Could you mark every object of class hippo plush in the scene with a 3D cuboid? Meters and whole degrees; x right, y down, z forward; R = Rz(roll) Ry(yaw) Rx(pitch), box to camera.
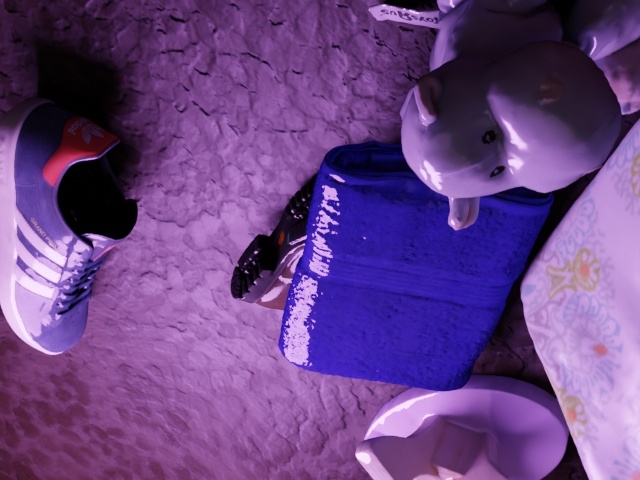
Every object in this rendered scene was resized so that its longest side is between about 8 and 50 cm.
[{"bbox_3d":[0.144,-0.157,0.965,0.294,0.236,0.234,-2,125,26],"label":"hippo plush"}]

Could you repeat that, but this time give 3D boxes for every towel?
[{"bbox_3d":[0.312,0.095,1.011,0.090,0.374,0.320,0,145,-25],"label":"towel"},{"bbox_3d":[0.087,0.030,1.209,0.228,0.076,0.308,10,134,-5],"label":"towel"}]

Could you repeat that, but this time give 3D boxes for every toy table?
[{"bbox_3d":[0.147,0.277,1.358,0.252,0.161,0.274,44,132,-12],"label":"toy table"}]

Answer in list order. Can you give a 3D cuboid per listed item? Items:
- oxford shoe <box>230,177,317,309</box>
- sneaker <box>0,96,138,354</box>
[{"bbox_3d":[0.000,0.000,1.276,0.096,0.082,0.227,24,134,-26],"label":"oxford shoe"},{"bbox_3d":[-0.287,0.008,1.363,0.148,0.131,0.350,17,131,18],"label":"sneaker"}]
